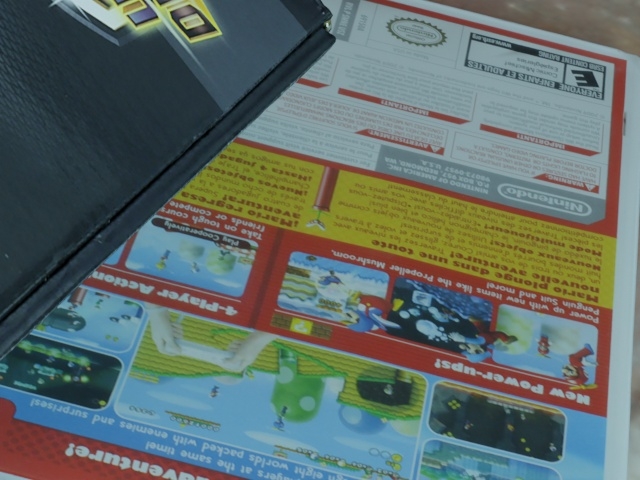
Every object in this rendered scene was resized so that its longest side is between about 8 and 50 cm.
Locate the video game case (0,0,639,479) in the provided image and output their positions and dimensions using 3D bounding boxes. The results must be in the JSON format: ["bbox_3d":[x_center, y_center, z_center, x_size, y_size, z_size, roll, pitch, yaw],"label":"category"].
[{"bbox_3d":[0.000,0.000,0.546,0.204,0.025,0.285,15,39,1],"label":"video game case"}]

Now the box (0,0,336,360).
[{"bbox_3d":[-0.169,-0.089,0.417,0.295,0.073,0.293,51,41,-8],"label":"box"}]
